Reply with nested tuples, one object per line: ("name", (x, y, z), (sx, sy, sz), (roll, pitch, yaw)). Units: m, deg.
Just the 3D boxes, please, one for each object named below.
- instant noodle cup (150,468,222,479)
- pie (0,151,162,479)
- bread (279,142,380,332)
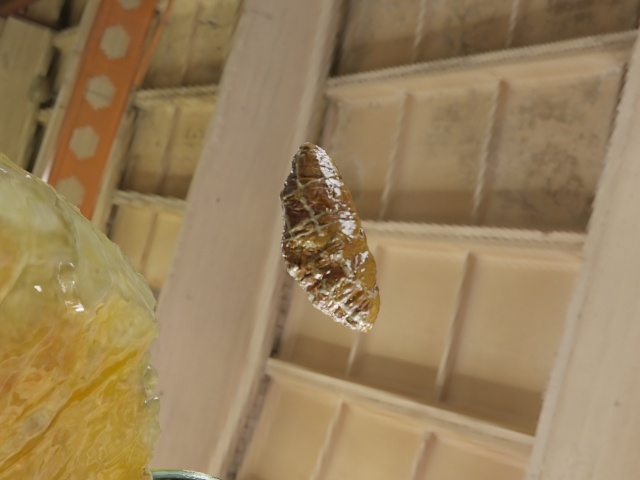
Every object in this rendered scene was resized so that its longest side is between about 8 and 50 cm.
("instant noodle cup", (-0.154, 0.369, 1.099), (0.215, 0.215, 0.236), (-54, -155, 29))
("pie", (-0.165, 0.118, 0.340), (0.083, 0.339, 0.339), (23, -85, 31))
("bread", (0.000, 0.000, 1.328), (0.105, 0.076, 0.233), (-22, -98, 41))
